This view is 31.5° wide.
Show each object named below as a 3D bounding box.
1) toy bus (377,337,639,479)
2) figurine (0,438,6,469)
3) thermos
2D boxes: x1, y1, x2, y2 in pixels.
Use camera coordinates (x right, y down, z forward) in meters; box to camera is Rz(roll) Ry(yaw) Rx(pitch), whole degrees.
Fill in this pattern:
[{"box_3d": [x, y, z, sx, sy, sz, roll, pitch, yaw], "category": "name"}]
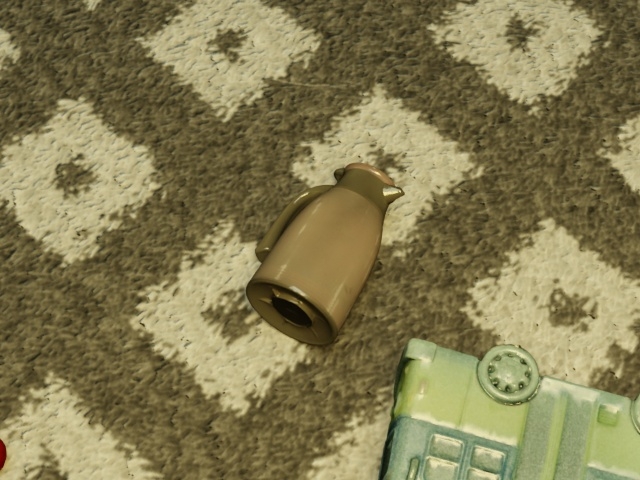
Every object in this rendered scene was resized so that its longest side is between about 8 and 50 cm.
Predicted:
[{"box_3d": [0.206, 0.220, 1.054, 0.312, 0.152, 0.190, 15, 64, 6], "category": "toy bus"}, {"box_3d": [-0.447, 0.234, 1.054, 0.287, 0.186, 0.176, 12, 99, -16], "category": "figurine"}, {"box_3d": [0.000, 0.000, 1.197, 0.137, 0.105, 0.193, 7, 54, 38], "category": "thermos"}]
